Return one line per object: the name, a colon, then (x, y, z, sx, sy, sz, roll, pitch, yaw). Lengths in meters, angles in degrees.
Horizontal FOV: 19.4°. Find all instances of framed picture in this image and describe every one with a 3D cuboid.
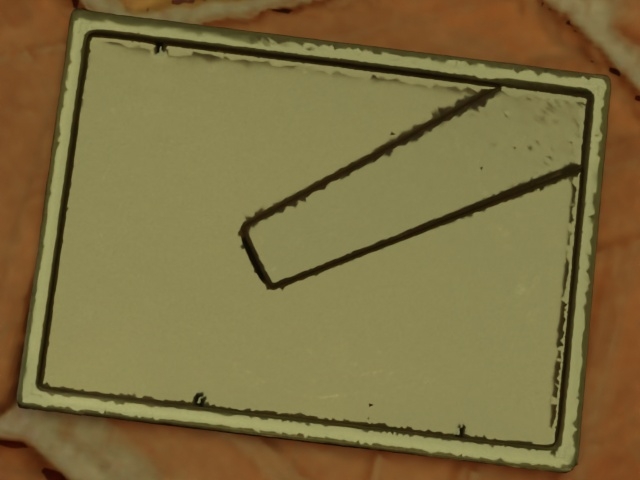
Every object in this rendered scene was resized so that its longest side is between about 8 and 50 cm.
framed picture: (0.000, 0.000, 0.681, 0.203, 0.015, 0.150, 6, 81, -3)
